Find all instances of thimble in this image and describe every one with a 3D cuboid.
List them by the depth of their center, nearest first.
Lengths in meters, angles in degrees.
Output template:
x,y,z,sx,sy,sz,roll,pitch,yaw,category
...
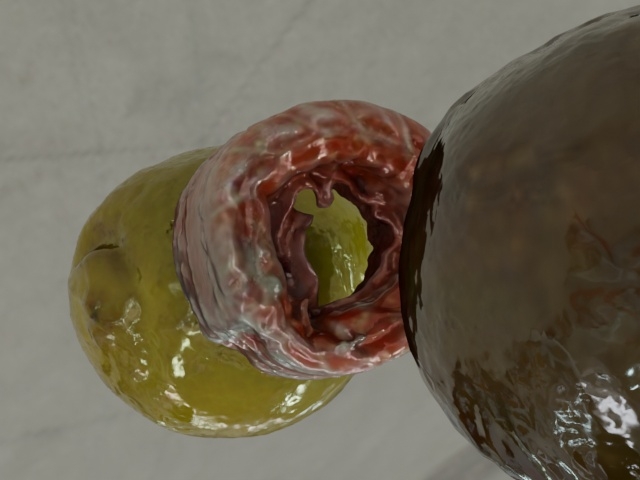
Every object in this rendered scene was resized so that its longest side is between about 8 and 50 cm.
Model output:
x,y,z,sx,sy,sz,roll,pitch,yaw,category
0.000,0.000,1.463,0.239,0.239,0.162,-24,-177,-23,thimble

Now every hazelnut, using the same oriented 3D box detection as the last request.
x,y,z,sx,sy,sz,roll,pitch,yaw,category
0.265,0.018,1.189,0.421,0.352,0.421,-9,145,-7,hazelnut

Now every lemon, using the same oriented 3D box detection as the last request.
x,y,z,sx,sy,sz,roll,pitch,yaw,category
-0.086,0.047,1.660,0.297,0.297,0.297,-28,158,-12,lemon
